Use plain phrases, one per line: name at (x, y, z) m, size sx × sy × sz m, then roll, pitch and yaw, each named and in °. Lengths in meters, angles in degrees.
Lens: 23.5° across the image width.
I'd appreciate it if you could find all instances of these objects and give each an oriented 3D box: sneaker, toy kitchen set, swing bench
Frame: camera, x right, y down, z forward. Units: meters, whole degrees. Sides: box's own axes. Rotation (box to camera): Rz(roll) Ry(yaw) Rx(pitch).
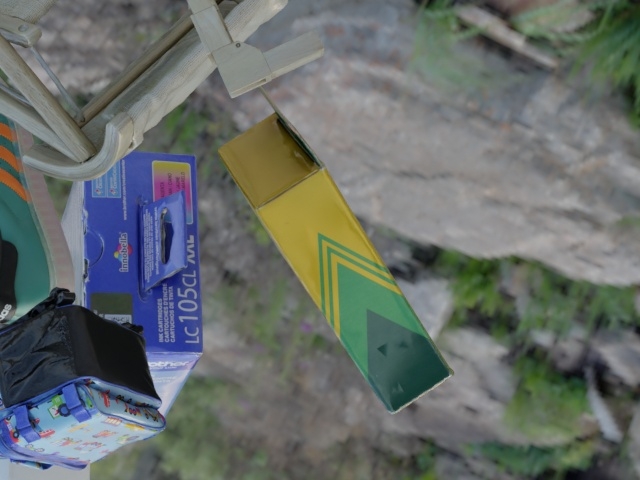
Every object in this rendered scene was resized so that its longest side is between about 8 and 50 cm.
sneaker at (-0.336, -0.060, 1.441) m, size 0.108 × 0.121 × 0.302 m, roll -38°, pitch 70°, yaw 29°
toy kitchen set at (-0.049, -0.153, 1.094) m, size 0.068 × 0.075 × 0.083 m, roll 163°, pitch 82°, yaw -88°
swing bench at (-0.196, -0.207, 1.331) m, size 0.254 × 0.253 × 0.165 m, roll 42°, pitch 148°, yaw 2°

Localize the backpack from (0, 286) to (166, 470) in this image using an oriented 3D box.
backpack at (-0.238, 0.133, 1.289) m, size 0.173 × 0.117 × 0.158 m, roll -24°, pitch 156°, yaw 13°

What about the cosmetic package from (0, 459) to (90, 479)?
cosmetic package at (-0.431, 0.295, 1.537) m, size 0.385 × 0.217 × 0.156 m, roll -5°, pitch 168°, yaw 22°

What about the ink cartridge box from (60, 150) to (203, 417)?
ink cartridge box at (-0.243, 0.062, 1.913) m, size 0.151 × 0.270 × 0.395 m, roll 2°, pitch 157°, yaw -14°

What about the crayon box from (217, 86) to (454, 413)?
crayon box at (0.000, 0.000, 1.540) m, size 0.319 × 0.081 × 0.202 m, roll 58°, pitch 179°, yaw -23°
